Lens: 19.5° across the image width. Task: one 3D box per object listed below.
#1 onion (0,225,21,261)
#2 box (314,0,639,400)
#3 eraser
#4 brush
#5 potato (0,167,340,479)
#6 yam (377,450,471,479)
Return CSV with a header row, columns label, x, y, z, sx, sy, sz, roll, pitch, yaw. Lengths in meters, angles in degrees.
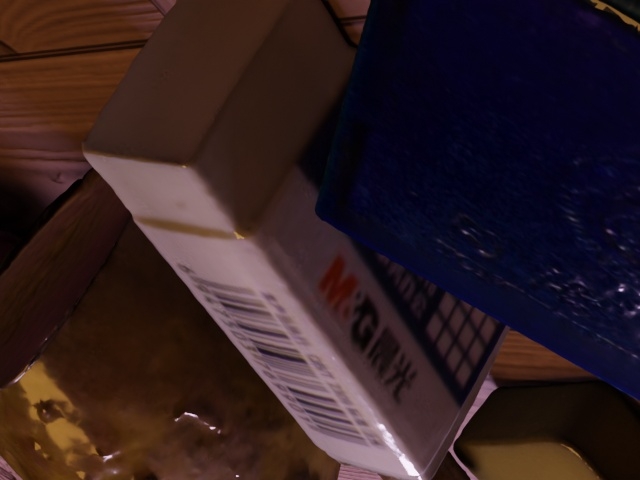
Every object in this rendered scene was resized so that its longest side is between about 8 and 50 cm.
label,x,y,z,sx,sy,sz,roll,pitch,yaw
onion,-0.215,0.058,1.348,0.247,0.111,0.250,13,148,46
box,0.144,-0.035,0.735,0.261,0.116,0.279,29,158,6
eraser,0.000,0.000,0.959,0.081,0.124,0.279,11,149,38
brush,0.185,0.162,1.134,0.197,0.059,0.123,42,158,-20
potato,-0.088,0.102,1.162,0.266,0.229,0.229,40,156,-25
yam,-0.010,0.043,1.092,0.045,0.045,0.327,-13,120,50
